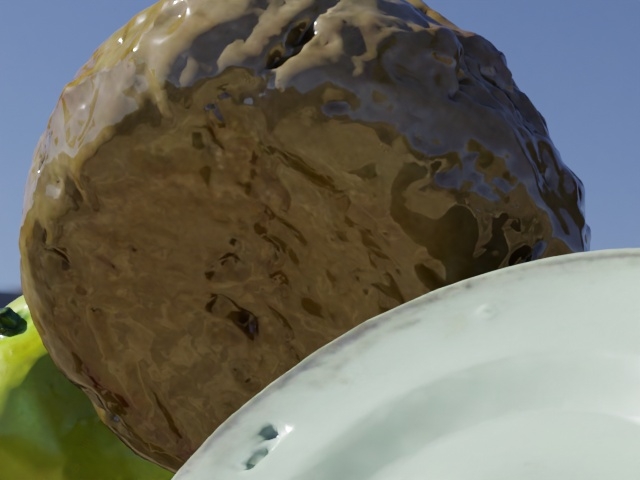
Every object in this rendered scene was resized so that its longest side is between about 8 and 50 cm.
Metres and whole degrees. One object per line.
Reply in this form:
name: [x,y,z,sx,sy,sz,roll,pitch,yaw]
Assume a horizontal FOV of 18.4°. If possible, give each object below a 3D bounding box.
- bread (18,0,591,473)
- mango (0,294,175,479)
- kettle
bread: [0.000,0.000,0.749,0.230,0.230,0.123,-2,32,26]
mango: [-0.084,0.119,1.074,0.273,0.185,0.149,14,-23,-27]
kettle: [0.143,0.197,0.594,0.319,0.247,0.342,-18,-58,20]
